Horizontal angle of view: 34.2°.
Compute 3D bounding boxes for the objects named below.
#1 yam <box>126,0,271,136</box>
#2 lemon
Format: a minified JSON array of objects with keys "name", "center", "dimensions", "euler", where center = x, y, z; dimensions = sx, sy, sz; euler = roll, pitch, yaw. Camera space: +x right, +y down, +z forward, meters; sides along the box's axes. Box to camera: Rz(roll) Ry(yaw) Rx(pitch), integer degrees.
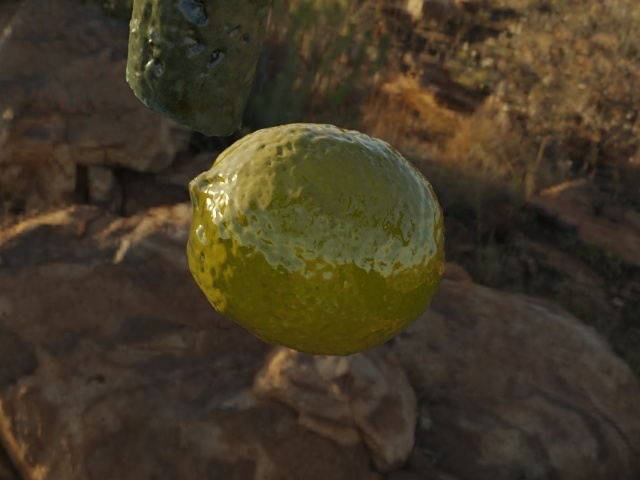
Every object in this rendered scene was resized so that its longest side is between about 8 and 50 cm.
[{"name":"yam","center":[-0.058,-0.147,0.543],"dimensions":[0.078,0.179,0.078],"euler":[11,30,-7]},{"name":"lemon","center":[-0.002,-0.002,0.779],"dimensions":[0.193,0.180,0.180],"euler":[43,10,-34]}]
